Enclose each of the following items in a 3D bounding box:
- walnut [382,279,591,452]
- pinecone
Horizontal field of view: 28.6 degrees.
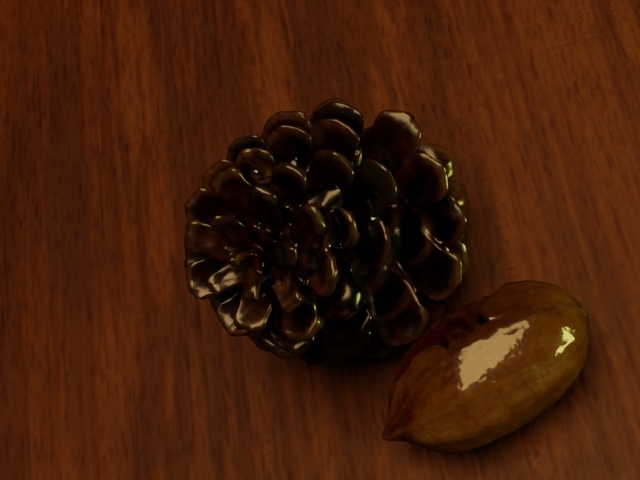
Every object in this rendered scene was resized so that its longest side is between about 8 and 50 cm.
[{"bbox_3d":[0.139,0.112,1.076,0.207,0.116,0.116,-36,57,4],"label":"walnut"},{"bbox_3d":[0.002,-0.003,1.091,0.246,0.292,0.246,3,97,23],"label":"pinecone"}]
